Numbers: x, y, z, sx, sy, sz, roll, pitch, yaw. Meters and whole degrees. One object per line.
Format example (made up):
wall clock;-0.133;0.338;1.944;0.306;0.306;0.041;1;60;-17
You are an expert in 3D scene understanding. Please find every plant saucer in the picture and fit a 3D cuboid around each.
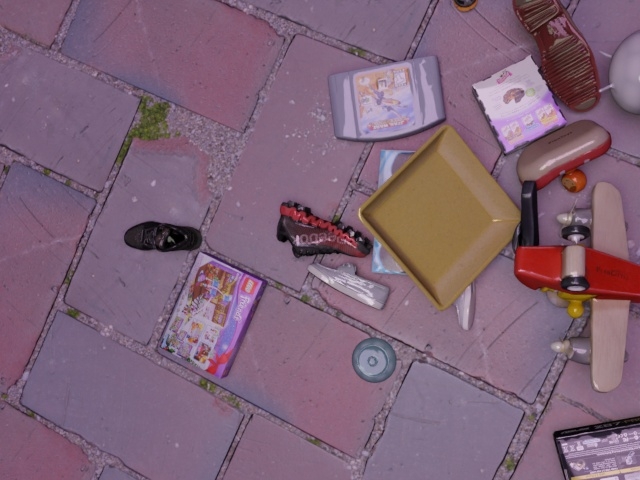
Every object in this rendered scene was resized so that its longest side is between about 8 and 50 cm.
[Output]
plant saucer;0.139;0.316;1.860;0.119;0.021;0.119;0;88;13
plant saucer;0.287;-0.056;1.735;0.333;0.081;0.332;-44;103;-13

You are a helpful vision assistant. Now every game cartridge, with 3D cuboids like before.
game cartridge;0.174;-0.364;1.869;0.297;0.062;0.198;-8;81;13

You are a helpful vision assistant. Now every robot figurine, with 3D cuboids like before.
robot figurine;0.831;-0.389;1.639;0.353;0.199;0.300;4;50;13

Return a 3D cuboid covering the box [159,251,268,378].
box;-0.294;0.204;1.948;0.201;0.057;0.293;25;93;14

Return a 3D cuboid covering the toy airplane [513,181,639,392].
toy airplane;0.651;0.099;1.654;0.386;0.272;0.384;-36;89;-26

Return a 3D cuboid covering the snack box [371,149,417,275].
snack box;0.239;-0.070;1.834;0.187;0.060;0.322;4;88;12

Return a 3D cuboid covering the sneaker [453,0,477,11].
sneaker;0.355;-0.705;1.826;0.084;0.083;0.215;-21;82;13

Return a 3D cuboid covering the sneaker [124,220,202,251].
sneaker;-0.458;-0.012;1.962;0.228;0.130;0.087;5;87;15

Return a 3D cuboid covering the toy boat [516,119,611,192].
toy boat;0.602;-0.182;1.731;0.231;0.151;0.151;-26;111;11

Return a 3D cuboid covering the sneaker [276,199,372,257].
sneaker;0.000;0.000;1.867;0.276;0.097;0.135;24;93;17

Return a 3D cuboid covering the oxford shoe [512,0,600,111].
oxford shoe;0.597;-0.485;1.743;0.123;0.130;0.348;-21;103;32

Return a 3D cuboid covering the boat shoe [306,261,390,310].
boat shoe;0.076;0.102;1.863;0.227;0.079;0.081;27;84;8

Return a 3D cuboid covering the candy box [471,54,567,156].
candy box;0.497;-0.337;1.782;0.165;0.070;0.196;-26;83;11

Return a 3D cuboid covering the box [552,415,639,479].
box;0.786;0.575;1.660;0.395;0.097;0.318;-15;82;12

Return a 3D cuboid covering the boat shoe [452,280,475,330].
boat shoe;0.355;0.135;1.799;0.063;0.066;0.184;-2;89;27

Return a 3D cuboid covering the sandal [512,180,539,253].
sandal;0.498;-0.028;1.726;0.054;0.097;0.254;4;117;26
